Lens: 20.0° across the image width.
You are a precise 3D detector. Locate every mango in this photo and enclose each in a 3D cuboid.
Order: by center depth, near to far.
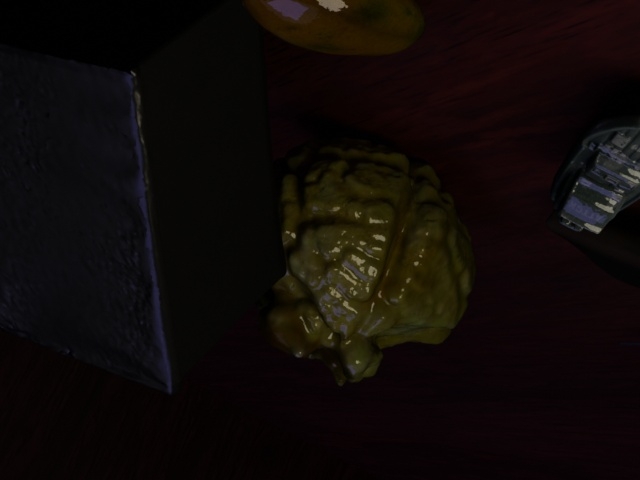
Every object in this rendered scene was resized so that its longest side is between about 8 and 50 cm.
[{"bbox_3d":[0.006,-0.193,1.455,0.111,0.089,0.163,11,169,40],"label":"mango"}]

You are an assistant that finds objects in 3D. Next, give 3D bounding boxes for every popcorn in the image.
[{"bbox_3d":[0.038,0.018,1.879,0.224,0.258,0.270,8,-158,38],"label":"popcorn"}]

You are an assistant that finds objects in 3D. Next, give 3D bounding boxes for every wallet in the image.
[{"bbox_3d":[0.372,0.042,1.719,0.309,0.042,0.165,21,177,41],"label":"wallet"}]

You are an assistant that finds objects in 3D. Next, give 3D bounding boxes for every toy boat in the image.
[{"bbox_3d":[0.247,-0.061,1.529,0.078,0.085,0.260,26,166,0],"label":"toy boat"}]

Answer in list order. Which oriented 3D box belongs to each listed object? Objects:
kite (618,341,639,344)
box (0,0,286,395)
[{"bbox_3d":[0.446,0.141,2.082,0.183,0.010,0.160,27,163,-21],"label":"kite"},{"bbox_3d":[-0.195,-0.079,1.671,0.251,0.204,0.345,17,130,26],"label":"box"}]
